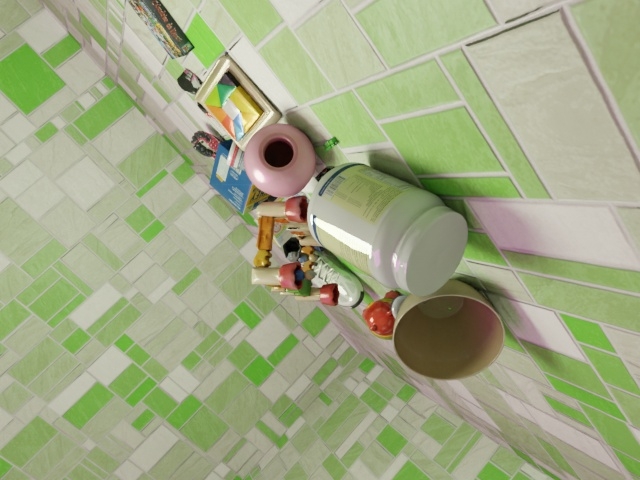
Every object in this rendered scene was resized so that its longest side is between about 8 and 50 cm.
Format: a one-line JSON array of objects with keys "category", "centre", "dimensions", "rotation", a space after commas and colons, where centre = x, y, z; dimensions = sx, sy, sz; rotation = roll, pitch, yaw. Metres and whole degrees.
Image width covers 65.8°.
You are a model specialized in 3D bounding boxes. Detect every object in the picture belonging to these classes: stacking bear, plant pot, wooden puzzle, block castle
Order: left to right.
[{"category": "wooden puzzle", "centre": [-0.257, -0.399, 1.489], "dimensions": [0.238, 0.044, 0.221], "rotation": [45, 139, -10]}, {"category": "block castle", "centre": [-0.040, 0.047, 1.676], "dimensions": [0.213, 0.302, 0.453], "rotation": [-1, 165, 20]}, {"category": "stacking bear", "centre": [0.232, 0.278, 1.790], "dimensions": [0.164, 0.175, 0.289], "rotation": [55, -173, 15]}, {"category": "plant pot", "centre": [0.339, 0.214, 1.362], "dimensions": [0.284, 0.284, 0.191], "rotation": [49, -158, -18]}]

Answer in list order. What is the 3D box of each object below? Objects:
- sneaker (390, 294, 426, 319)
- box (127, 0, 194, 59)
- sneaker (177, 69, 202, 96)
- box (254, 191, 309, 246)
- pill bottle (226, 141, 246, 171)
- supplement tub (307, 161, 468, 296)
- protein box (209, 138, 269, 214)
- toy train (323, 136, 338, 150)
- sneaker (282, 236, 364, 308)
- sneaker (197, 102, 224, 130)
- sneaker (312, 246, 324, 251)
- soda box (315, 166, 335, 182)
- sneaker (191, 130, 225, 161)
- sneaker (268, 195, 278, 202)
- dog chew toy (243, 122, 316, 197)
[{"category": "sneaker", "centre": [0.332, 0.275, 1.700], "dimensions": [0.321, 0.124, 0.180], "rotation": [35, 173, -23]}, {"category": "box", "centre": [-0.510, -0.689, 1.563], "dimensions": [0.233, 0.044, 0.159], "rotation": [52, 165, -30]}, {"category": "sneaker", "centre": [-0.446, -0.538, 1.794], "dimensions": [0.178, 0.072, 0.077], "rotation": [47, 179, 15]}, {"category": "box", "centre": [-0.136, -0.092, 1.912], "dimensions": [0.103, 0.203, 0.114], "rotation": [30, 161, 48]}, {"category": "pill bottle", "centre": [-0.220, -0.280, 1.691], "dimensions": [0.180, 0.107, 0.108], "rotation": [18, 171, -11]}, {"category": "supplement tub", "centre": [0.149, -0.031, 1.156], "dimensions": [0.325, 0.235, 0.235], "rotation": [33, 162, 43]}, {"category": "protein box", "centre": [-0.288, -0.248, 1.860], "dimensions": [0.200, 0.136, 0.201], "rotation": [41, 134, 17]}, {"category": "toy train", "centre": [0.025, -0.257, 1.322], "dimensions": [0.023, 0.017, 0.083], "rotation": [57, 165, -9]}, {"category": "sneaker", "centre": [-0.017, 0.137, 2.209], "dimensions": [0.448, 0.169, 0.257], "rotation": [39, -175, 32]}, {"category": "sneaker", "centre": [-0.277, -0.403, 1.669], "dimensions": [0.270, 0.090, 0.145], "rotation": [30, 178, 20]}, {"category": "sneaker", "centre": [0.000, 0.000, 2.081], "dimensions": [0.090, 0.081, 0.232], "rotation": [43, 174, -4]}, {"category": "soda box", "centre": [0.060, -0.142, 1.488], "dimensions": [0.169, 0.053, 0.060], "rotation": [50, 166, -23]}, {"category": "sneaker", "centre": [-0.418, -0.375, 2.160], "dimensions": [0.299, 0.121, 0.112], "rotation": [43, -164, 6]}, {"category": "sneaker", "centre": [-0.202, -0.190, 2.057], "dimensions": [0.130, 0.109, 0.286], "rotation": [45, 167, 41]}, {"category": "dog chew toy", "centre": [-0.117, -0.222, 1.494], "dimensions": [0.206, 0.206, 0.332], "rotation": [44, 175, 3]}]
